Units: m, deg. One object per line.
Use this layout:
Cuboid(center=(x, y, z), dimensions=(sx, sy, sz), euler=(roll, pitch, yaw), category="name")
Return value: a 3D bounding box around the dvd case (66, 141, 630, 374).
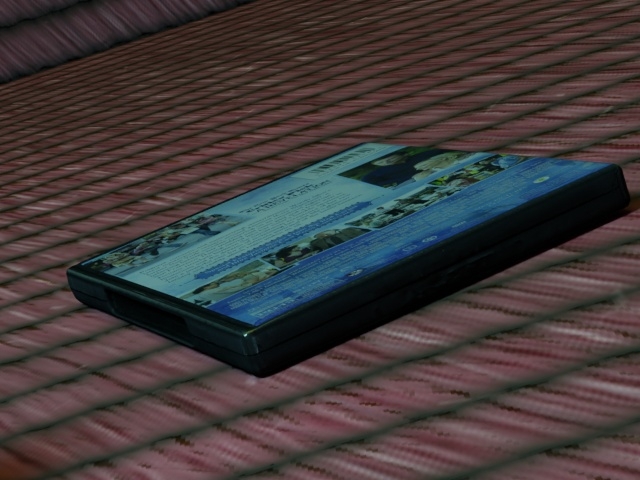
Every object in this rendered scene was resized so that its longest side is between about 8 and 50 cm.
Cuboid(center=(0.000, 0.000, 0.836), dimensions=(0.180, 0.022, 0.253), euler=(-24, 14, -20), category="dvd case")
